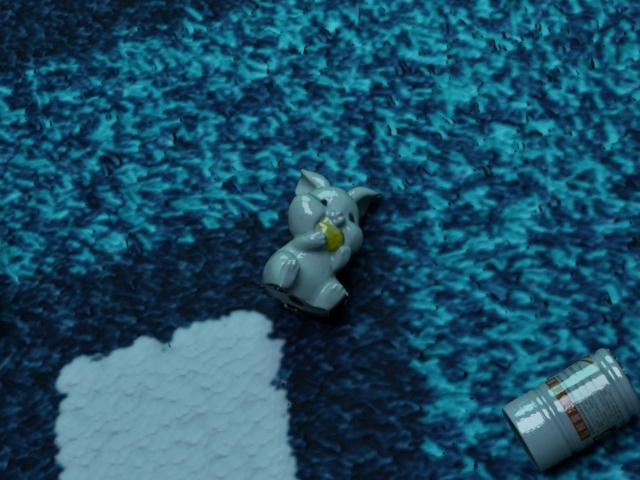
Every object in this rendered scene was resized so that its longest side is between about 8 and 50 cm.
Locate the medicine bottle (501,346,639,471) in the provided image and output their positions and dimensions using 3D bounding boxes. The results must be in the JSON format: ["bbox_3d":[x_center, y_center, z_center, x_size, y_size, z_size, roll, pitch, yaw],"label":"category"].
[{"bbox_3d":[0.183,0.123,1.328,0.089,0.057,0.057,-30,50,-1],"label":"medicine bottle"}]

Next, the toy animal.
[{"bbox_3d":[0.001,-0.001,1.478,0.071,0.085,0.124,22,78,-3],"label":"toy animal"}]
